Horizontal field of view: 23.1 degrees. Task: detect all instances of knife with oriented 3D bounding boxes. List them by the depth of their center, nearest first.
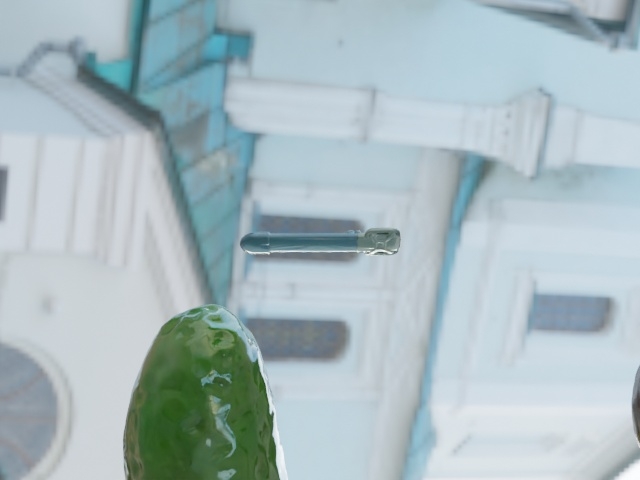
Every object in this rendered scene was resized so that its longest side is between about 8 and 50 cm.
[{"bbox_3d":[0.000,0.000,0.929,0.027,0.096,0.010,91,-2,-55],"label":"knife"}]

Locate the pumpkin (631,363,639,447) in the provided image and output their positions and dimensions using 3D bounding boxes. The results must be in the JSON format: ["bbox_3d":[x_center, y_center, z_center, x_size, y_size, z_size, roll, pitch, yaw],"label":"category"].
[{"bbox_3d":[0.399,0.116,1.280,0.207,0.300,0.300,44,-50,38],"label":"pumpkin"}]

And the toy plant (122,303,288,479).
[{"bbox_3d":[-0.002,0.227,0.921,0.317,0.356,0.210,-61,-160,9],"label":"toy plant"}]
